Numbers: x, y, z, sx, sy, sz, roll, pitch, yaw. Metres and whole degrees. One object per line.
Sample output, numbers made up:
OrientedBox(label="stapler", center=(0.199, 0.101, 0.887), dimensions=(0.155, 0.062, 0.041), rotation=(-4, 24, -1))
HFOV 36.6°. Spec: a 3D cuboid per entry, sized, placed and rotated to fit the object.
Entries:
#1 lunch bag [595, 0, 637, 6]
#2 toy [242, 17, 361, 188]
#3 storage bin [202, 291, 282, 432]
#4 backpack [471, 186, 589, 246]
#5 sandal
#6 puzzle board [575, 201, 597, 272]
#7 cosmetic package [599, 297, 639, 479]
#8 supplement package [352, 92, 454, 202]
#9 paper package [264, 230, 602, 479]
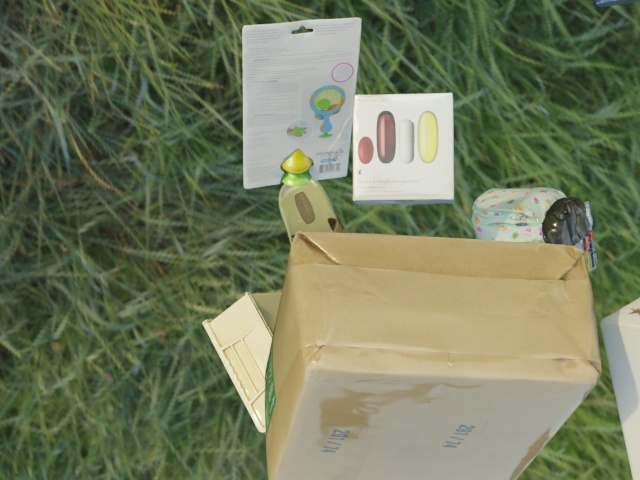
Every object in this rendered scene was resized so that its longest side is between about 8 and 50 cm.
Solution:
OrientedBox(label="lunch bag", center=(0.550, -0.468, 1.763), dimensions=(0.067, 0.098, 0.065), rotation=(-14, 98, -63))
OrientedBox(label="toy", center=(-0.030, -0.172, 1.177), dimensions=(0.137, 0.056, 0.237), rotation=(-7, 132, -11))
OrientedBox(label="storage bin", center=(-0.053, 0.232, 1.892), dimensions=(0.123, 0.260, 0.262), rotation=(-39, 159, 25))
OrientedBox(label="backpack", center=(0.350, -0.029, 1.657), dimensions=(0.152, 0.182, 0.115), rotation=(-27, 113, -49))
OrientedBox(label="sandal", center=(-0.002, 0.000, 1.728), dimensions=(0.120, 0.302, 0.086), rotation=(-29, 152, -3))
OrientedBox(label="puzzle board", center=(0.485, -0.003, 1.777), dimensions=(0.096, 0.011, 0.128), rotation=(-16, 98, -56))
OrientedBox(label="cosmetic package", center=(0.498, 0.262, 1.116), dimensions=(0.230, 0.161, 0.453), rotation=(-24, 106, -27))
OrientedBox(label="supplement package", center=(0.162, -0.174, 1.882), dimensions=(0.194, 0.203, 0.149), rotation=(-1, 179, 6))
OrientedBox(label="paper package", center=(0.100, 0.146, 1.068), dimensions=(0.310, 0.168, 0.325), rotation=(4, 145, -7))
